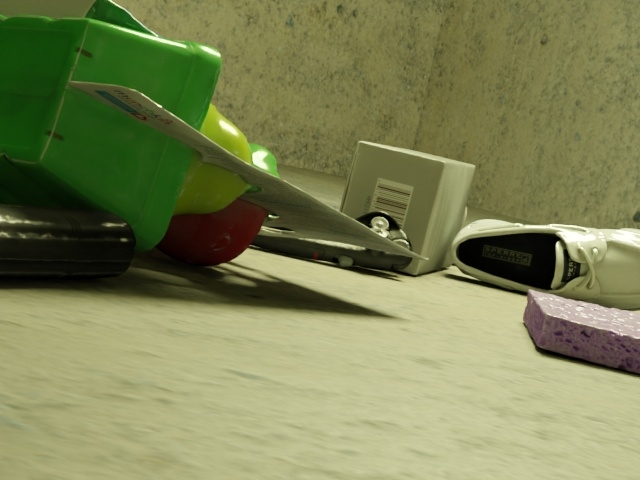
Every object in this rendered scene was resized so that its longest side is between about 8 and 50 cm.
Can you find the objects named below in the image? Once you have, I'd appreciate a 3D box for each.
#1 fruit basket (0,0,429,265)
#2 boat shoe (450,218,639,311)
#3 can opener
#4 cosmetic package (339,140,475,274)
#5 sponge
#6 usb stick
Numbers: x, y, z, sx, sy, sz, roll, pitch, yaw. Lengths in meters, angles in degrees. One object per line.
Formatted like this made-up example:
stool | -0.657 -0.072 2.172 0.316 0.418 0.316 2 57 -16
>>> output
fruit basket | -0.134 -0.068 1.237 0.327 0.165 0.353 9 -7 41
boat shoe | 0.264 0.030 1.711 0.258 0.095 0.084 3 6 14
can opener | 0.000 0.000 1.559 0.186 0.073 0.059 9 44 -8
cosmetic package | 0.095 -0.036 1.741 0.107 0.127 0.238 14 3 10
sponge | 0.230 0.075 1.314 0.117 0.031 0.210 13 4 3
usb stick | -0.205 -0.002 0.955 0.077 0.045 0.278 15 5 24
